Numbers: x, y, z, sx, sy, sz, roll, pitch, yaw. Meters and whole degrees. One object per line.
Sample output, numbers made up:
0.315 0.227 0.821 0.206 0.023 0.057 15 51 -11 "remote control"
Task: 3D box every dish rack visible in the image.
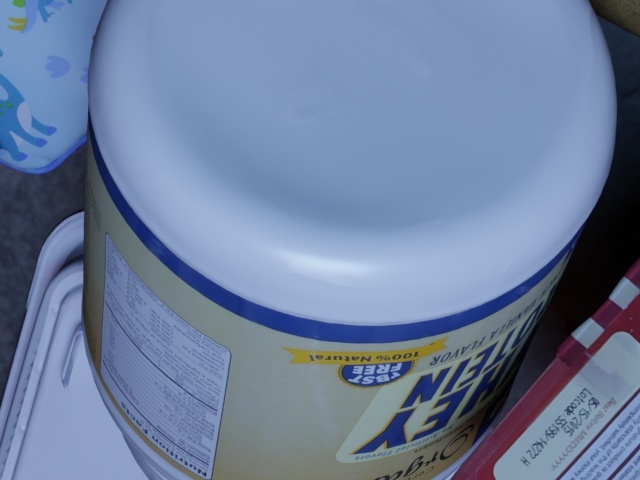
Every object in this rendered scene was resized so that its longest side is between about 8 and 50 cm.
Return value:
-0.073 0.168 1.174 0.285 0.072 0.333 21 119 3 "dish rack"

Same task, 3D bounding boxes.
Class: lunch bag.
-0.132 -0.151 0.997 0.219 0.090 0.176 -31 112 23 "lunch bag"

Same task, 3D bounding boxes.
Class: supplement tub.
0.000 0.000 0.940 0.228 0.228 0.316 12 149 -1 "supplement tub"

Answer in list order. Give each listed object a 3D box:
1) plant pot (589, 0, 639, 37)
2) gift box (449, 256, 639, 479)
0.218 -0.159 0.880 0.254 0.237 0.237 11 125 15 "plant pot"
0.229 0.089 0.904 0.255 0.258 0.276 -45 70 12 "gift box"
